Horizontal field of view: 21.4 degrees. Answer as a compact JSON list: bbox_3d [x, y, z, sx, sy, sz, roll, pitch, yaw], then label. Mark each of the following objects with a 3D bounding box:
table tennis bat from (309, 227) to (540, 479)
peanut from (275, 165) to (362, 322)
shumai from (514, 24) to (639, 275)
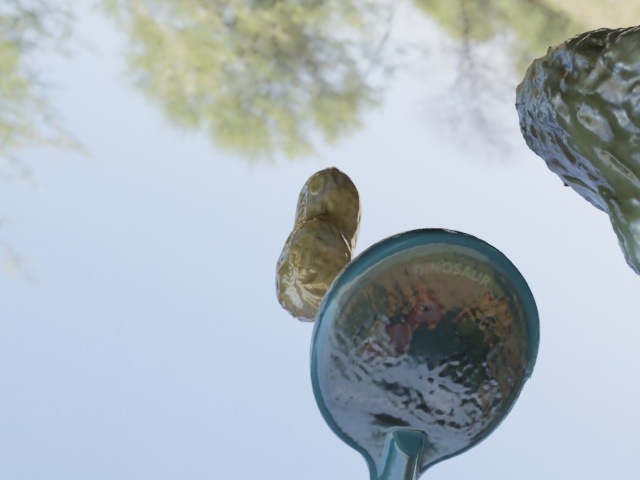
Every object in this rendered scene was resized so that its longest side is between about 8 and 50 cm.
[{"bbox_3d":[0.046,0.091,0.885,0.124,0.201,0.033,9,-169,-18],"label":"table tennis bat"},{"bbox_3d":[0.000,0.000,1.662,0.080,0.080,0.174,25,-126,-17],"label":"peanut"},{"bbox_3d":[0.266,-0.049,1.311,0.256,0.189,0.218,40,-146,-70],"label":"shumai"}]
